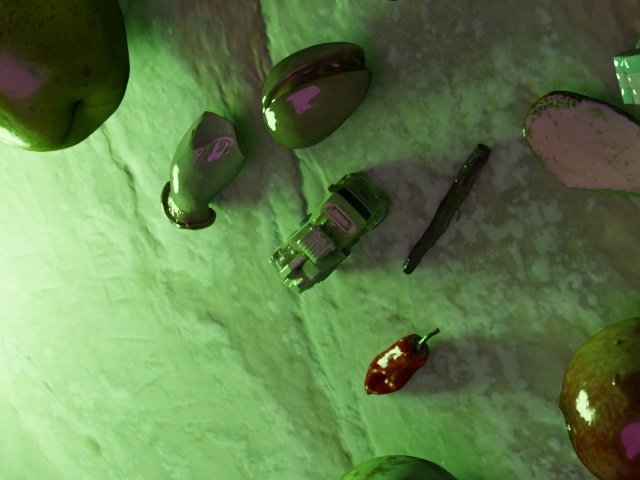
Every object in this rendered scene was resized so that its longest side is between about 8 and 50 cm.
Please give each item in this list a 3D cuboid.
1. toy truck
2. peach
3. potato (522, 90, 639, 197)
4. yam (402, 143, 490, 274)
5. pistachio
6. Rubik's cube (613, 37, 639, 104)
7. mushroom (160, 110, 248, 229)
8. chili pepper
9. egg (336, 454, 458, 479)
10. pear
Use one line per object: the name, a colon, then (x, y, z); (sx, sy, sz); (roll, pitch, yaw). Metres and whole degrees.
toy truck: (0.000, 0.000, 1.854); (0.085, 0.116, 0.191); (46, 128, 3)
peach: (0.399, 0.206, 1.649); (0.257, 0.232, 0.232); (-14, 104, 46)
potato: (0.345, -0.116, 1.634); (0.198, 0.054, 0.119); (21, 117, 16)
yam: (0.169, -0.037, 1.795); (0.027, 0.029, 0.234); (56, 134, 32)
pistachio: (-0.009, -0.193, 1.775); (0.185, 0.124, 0.124); (-27, 97, 31)
Rubik's cube: (0.389, -0.199, 1.559); (0.084, 0.073, 0.075); (26, 134, 48)
mushroom: (-0.169, -0.101, 1.929); (0.097, 0.088, 0.212); (16, 132, -13)
chili pepper: (0.110, 0.177, 1.913); (0.059, 0.050, 0.191); (34, 135, -7)
egg: (0.100, 0.436, 1.927); (0.238, 0.238, 0.289); (49, 140, 2)
pear: (-0.408, -0.270, 1.881); (0.294, 0.294, 0.294); (13, 118, 26)
